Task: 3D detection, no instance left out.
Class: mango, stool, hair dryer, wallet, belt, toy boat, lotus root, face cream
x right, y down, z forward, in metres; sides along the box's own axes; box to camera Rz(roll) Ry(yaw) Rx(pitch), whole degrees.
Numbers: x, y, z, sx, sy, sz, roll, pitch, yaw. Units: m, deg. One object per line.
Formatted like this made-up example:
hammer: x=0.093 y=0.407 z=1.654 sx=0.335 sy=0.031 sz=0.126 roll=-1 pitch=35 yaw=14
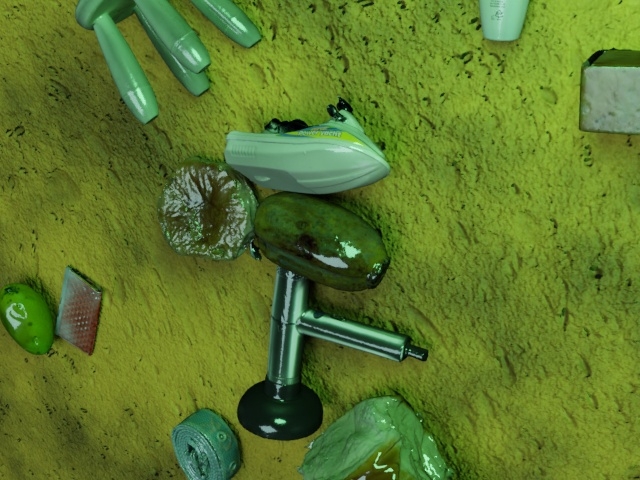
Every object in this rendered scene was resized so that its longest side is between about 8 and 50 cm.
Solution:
mango: x=-0.641 y=0.172 z=1.804 sx=0.119 sy=0.100 sz=0.178 roll=39 pitch=151 yaw=64
stool: x=-0.237 y=-0.315 z=1.241 sx=0.195 sy=0.195 sz=0.199 roll=-32 pitch=96 yaw=38
hair dryer: x=0.005 y=0.212 z=1.380 sx=0.284 sy=0.155 sz=0.320 roll=31 pitch=119 yaw=33
wallet: x=-0.518 y=0.154 z=1.764 sx=0.103 sy=0.020 sz=0.196 roll=32 pitch=126 yaw=16
belt: x=-0.236 y=0.435 z=1.689 sx=0.147 sy=0.082 sz=0.163 roll=-34 pitch=92 yaw=43
toy boat: x=-0.011 y=-0.138 z=1.238 sx=0.269 sy=0.141 sz=0.141 roll=-8 pitch=109 yaw=35
lotus root: x=0.000 y=0.000 z=1.297 sx=0.241 sy=0.123 sz=0.124 roll=22 pitch=153 yaw=18
face cream: x=0.231 y=-0.343 z=1.023 sx=0.072 sy=0.051 sz=0.182 roll=13 pitch=120 yaw=28

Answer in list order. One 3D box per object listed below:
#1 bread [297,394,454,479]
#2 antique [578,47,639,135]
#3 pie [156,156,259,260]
bread: x=0.110 y=0.436 z=1.375 sx=0.279 sy=0.225 sz=0.250 roll=47 pitch=120 yaw=-6
antique: x=0.463 y=-0.167 z=0.939 sx=0.310 sy=0.093 sz=0.087 roll=9 pitch=118 yaw=28
pie: x=-0.197 y=-0.056 z=1.418 sx=0.195 sy=0.046 sz=0.195 roll=3 pitch=97 yaw=22
